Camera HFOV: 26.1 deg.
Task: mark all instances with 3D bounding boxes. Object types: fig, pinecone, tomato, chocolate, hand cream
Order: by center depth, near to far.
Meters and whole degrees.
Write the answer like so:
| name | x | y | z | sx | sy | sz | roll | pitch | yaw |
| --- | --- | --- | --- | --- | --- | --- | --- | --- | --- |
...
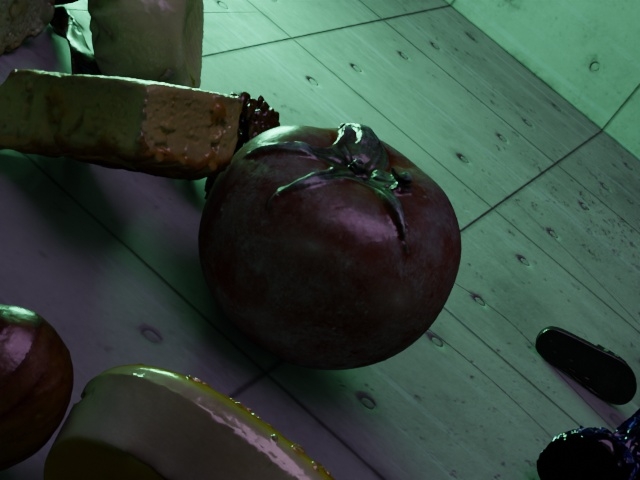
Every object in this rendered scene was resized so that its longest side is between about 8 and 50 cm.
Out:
| name | x | y | z | sx | sy | sz | roll | pitch | yaw |
| --- | --- | --- | --- | --- | --- | --- | --- | --- | --- |
| fig | -0.312 | 0.140 | 1.184 | 0.202 | 0.148 | 0.149 | -30 | 21 | -26 |
| tomato | 0.014 | 0.003 | 1.670 | 0.317 | 0.282 | 0.316 | 17 | 31 | -10 |
| pinecone | -0.129 | -0.130 | 1.890 | 0.174 | 0.173 | 0.173 | 30 | 25 | -16 |
| chocolate | 0.417 | 0.302 | 1.907 | 0.343 | 0.126 | 0.148 | -3 | 85 | -58 |
| hand cream | -0.353 | -0.278 | 1.987 | 0.062 | 0.039 | 0.163 | 33 | 21 | -50 |

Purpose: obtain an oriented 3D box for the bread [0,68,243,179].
| name | x | y | z | sx | sy | sz | roll | pitch | yaw |
| --- | --- | --- | --- | --- | --- | --- | --- | --- | --- |
| bread | -0.245 | -0.137 | 1.641 | 0.275 | 0.114 | 0.185 | 7 | 3 | 37 |

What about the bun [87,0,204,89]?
| name | x | y | z | sx | sy | sz | roll | pitch | yaw |
| --- | --- | --- | --- | --- | --- | --- | --- | --- | --- |
| bun | -0.255 | -0.313 | 1.983 | 0.160 | 0.259 | 0.259 | 3 | 26 | 4 |

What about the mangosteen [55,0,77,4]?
| name | x | y | z | sx | sy | sz | roll | pitch | yaw |
| --- | --- | --- | --- | --- | --- | --- | --- | --- | --- |
| mangosteen | -0.393 | -0.445 | 2.037 | 0.243 | 0.243 | 0.243 | 30 | 25 | -16 |

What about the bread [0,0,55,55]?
| name | x | y | z | sx | sy | sz | roll | pitch | yaw |
| --- | --- | --- | --- | --- | --- | --- | --- | --- | --- |
| bread | -0.437 | -0.313 | 1.845 | 0.088 | 0.128 | 0.232 | 13 | 23 | 11 |

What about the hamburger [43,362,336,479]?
| name | x | y | z | sx | sy | sz | roll | pitch | yaw |
| --- | --- | --- | --- | --- | --- | --- | --- | --- | --- |
| hamburger | -0.098 | 0.227 | 1.213 | 0.295 | 0.227 | 0.151 | 41 | 47 | 1 |

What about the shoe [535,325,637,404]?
| name | x | y | z | sx | sy | sz | roll | pitch | yaw |
| --- | --- | --- | --- | --- | --- | --- | --- | --- | --- |
| shoe | 0.417 | 0.186 | 2.159 | 0.179 | 0.071 | 0.049 | 31 | 21 | -3 |
